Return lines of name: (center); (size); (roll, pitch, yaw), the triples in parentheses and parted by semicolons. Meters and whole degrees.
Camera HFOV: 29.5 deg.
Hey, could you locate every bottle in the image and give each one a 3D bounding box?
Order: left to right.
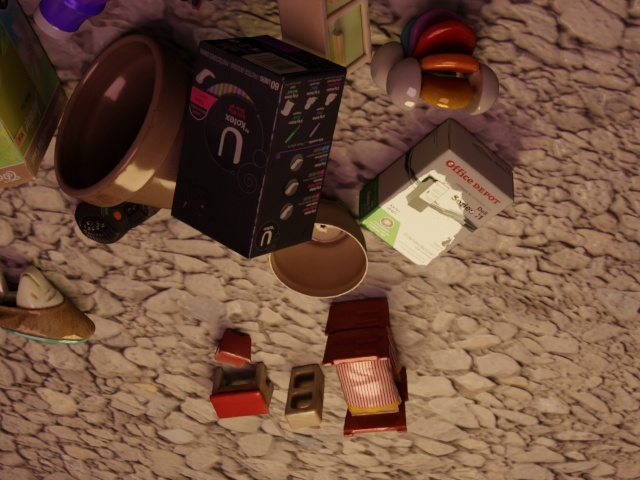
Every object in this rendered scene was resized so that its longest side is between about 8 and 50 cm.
bottle: (-0.306, -0.397, 1.699); (0.092, 0.118, 0.283); (21, 130, -32)

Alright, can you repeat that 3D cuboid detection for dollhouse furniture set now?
dollhouse furniture set: (-0.037, 0.245, 2.196); (0.374, 0.152, 0.201); (-8, 129, 13)

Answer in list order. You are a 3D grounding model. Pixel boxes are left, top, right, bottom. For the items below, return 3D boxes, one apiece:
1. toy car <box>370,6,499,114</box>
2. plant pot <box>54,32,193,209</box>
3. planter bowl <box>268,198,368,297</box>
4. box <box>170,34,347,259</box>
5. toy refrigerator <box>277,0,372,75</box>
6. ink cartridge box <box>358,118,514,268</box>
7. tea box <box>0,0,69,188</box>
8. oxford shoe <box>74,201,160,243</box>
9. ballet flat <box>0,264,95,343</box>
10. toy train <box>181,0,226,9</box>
toy car: (0.166, -0.261, 1.738); (0.159, 0.182, 0.136); (1, 116, -17)
plant pot: (-0.237, -0.146, 1.844); (0.229, 0.263, 0.263); (27, 130, -38)
planter bowl: (0.000, 0.000, 2.012); (0.162, 0.109, 0.162); (3, 130, 3)
box: (-0.089, -0.135, 1.713); (0.165, 0.143, 0.270); (28, 118, 32)
toy refrigerator: (0.004, -0.357, 1.690); (0.094, 0.102, 0.270); (26, 139, 33)
ink cartridge box: (0.185, -0.072, 1.945); (0.153, 0.087, 0.208); (35, 124, -23)
tea box: (-0.605, -0.238, 1.801); (0.329, 0.220, 0.323); (-12, 129, 16)
oxford shoe: (-0.323, -0.052, 2.020); (0.227, 0.096, 0.083); (-14, 106, 43)
ballet flat: (-0.568, 0.096, 2.173); (0.342, 0.116, 0.124); (11, 111, 1)
toy train: (-0.151, -0.407, 1.703); (0.105, 0.080, 0.184); (13, 131, -13)
